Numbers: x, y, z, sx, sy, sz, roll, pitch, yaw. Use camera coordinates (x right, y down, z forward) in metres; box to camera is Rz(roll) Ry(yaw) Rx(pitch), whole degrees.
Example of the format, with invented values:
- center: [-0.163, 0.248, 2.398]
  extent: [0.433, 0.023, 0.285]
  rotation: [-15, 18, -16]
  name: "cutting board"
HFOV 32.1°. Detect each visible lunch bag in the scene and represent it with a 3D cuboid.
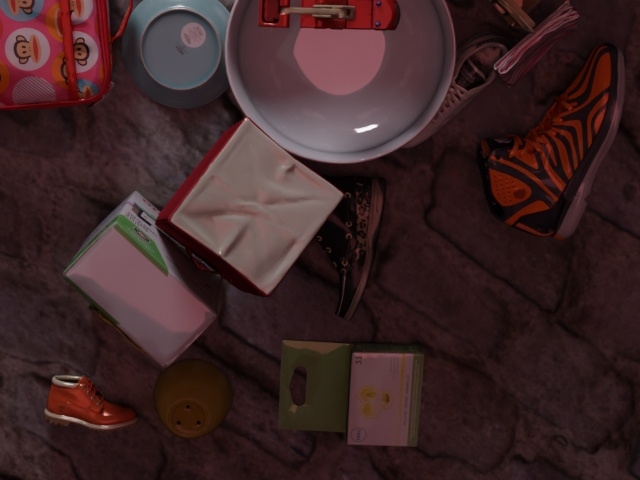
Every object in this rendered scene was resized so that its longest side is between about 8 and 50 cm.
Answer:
- center: [-0.412, -0.346, 1.675]
  extent: [0.258, 0.120, 0.293]
  rotation: [-4, 106, -4]
  name: "lunch bag"

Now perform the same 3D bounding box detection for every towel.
- center: [0.326, -0.286, 1.664]
  extent: [0.144, 0.197, 0.029]
  rotation: [-41, 82, 11]
  name: "towel"
- center: [-0.316, 0.135, 1.738]
  extent: [0.102, 0.237, 0.021]
  rotation: [45, 79, -10]
  name: "towel"

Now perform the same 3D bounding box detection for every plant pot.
- center: [-0.215, 0.275, 1.845]
  extent: [0.134, 0.095, 0.134]
  rotation: [0, 104, -1]
  name: "plant pot"

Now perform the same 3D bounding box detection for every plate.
- center: [-0.217, -0.298, 1.734]
  extent: [0.188, 0.024, 0.188]
  rotation: [0, 104, 0]
  name: "plate"

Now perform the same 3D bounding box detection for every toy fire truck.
- center: [0.015, -0.314, 1.532]
  extent: [0.192, 0.135, 0.047]
  rotation: [2, 101, 2]
  name: "toy fire truck"

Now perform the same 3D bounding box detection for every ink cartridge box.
- center: [0.050, 0.256, 1.869]
  extent: [0.235, 0.056, 0.171]
  rotation: [2, 105, -4]
  name: "ink cartridge box"
- center: [-0.261, 0.049, 1.693]
  extent: [0.201, 0.278, 0.117]
  rotation: [44, 96, -11]
  name: "ink cartridge box"

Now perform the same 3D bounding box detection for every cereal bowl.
- center: [0.030, -0.286, 1.676]
  extent: [0.339, 0.141, 0.339]
  rotation: [0, 101, 2]
  name: "cereal bowl"

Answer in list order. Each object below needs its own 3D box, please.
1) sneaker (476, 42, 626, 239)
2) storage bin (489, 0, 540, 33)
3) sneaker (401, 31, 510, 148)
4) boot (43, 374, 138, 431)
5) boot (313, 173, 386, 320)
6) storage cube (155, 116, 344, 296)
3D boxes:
- center: [0.349, -0.164, 1.730]
  extent: [0.180, 0.124, 0.321]
  rotation: [14, 104, -6]
  name: "sneaker"
- center: [0.340, -0.436, 1.592]
  extent: [0.123, 0.260, 0.262]
  rotation: [43, 100, -7]
  name: "storage bin"
- center: [0.196, -0.232, 1.725]
  extent: [0.090, 0.095, 0.235]
  rotation: [42, 101, -13]
  name: "sneaker"
- center: [-0.380, 0.270, 1.862]
  extent: [0.158, 0.059, 0.084]
  rotation: [9, 99, -3]
  name: "boot"
- center: [0.000, -0.001, 1.786]
  extent: [0.179, 0.085, 0.236]
  rotation: [12, 98, -2]
  name: "boot"
- center: [-0.108, -0.043, 1.618]
  extent: [0.184, 0.193, 0.215]
  rotation: [39, 81, -10]
  name: "storage cube"
